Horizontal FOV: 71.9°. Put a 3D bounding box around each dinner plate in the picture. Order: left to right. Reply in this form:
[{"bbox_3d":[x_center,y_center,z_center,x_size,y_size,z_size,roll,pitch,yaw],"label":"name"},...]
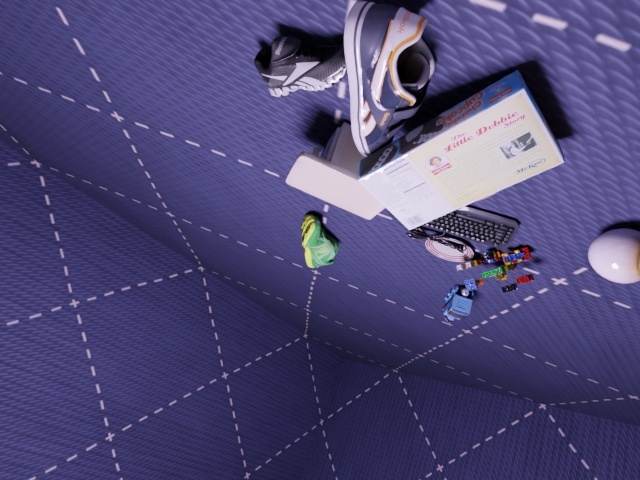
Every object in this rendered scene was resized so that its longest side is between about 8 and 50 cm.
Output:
[{"bbox_3d":[0.378,0.022,1.294,0.141,0.017,0.141,19,156,9],"label":"dinner plate"}]

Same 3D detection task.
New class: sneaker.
[{"bbox_3d":[-0.038,-0.334,0.822,0.234,0.078,0.106,5,154,42],"label":"sneaker"},{"bbox_3d":[0.000,0.000,1.525,0.124,0.109,0.295,-2,153,4],"label":"sneaker"},{"bbox_3d":[0.126,-0.254,0.783,0.127,0.126,0.321,17,157,20],"label":"sneaker"}]

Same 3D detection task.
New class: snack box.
[{"bbox_3d":[0.251,-0.147,0.823,0.322,0.060,0.187,-26,132,33],"label":"snack box"}]

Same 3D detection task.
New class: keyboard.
[{"bbox_3d":[0.335,-0.034,1.171,0.317,0.033,0.201,18,151,14],"label":"keyboard"}]

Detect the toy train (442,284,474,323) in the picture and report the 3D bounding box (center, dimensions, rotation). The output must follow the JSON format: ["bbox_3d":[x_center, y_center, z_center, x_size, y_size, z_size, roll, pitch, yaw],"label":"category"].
[{"bbox_3d":[0.474,0.227,1.539,0.080,0.105,0.184,20,157,8],"label":"toy train"}]

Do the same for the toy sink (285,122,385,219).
[{"bbox_3d":[0.059,-0.170,1.027,0.234,0.131,0.153,22,158,-10],"label":"toy sink"}]

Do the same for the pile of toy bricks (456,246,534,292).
[{"bbox_3d":[0.503,0.083,1.232,0.105,0.118,0.212,-8,170,-42],"label":"pile of toy bricks"}]

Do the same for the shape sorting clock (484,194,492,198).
[{"bbox_3d":[0.292,-0.156,0.888,0.206,0.040,0.206,4,141,3],"label":"shape sorting clock"}]

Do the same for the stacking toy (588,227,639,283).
[{"bbox_3d":[0.715,0.060,0.782,0.351,0.350,0.480,33,172,-22],"label":"stacking toy"}]
